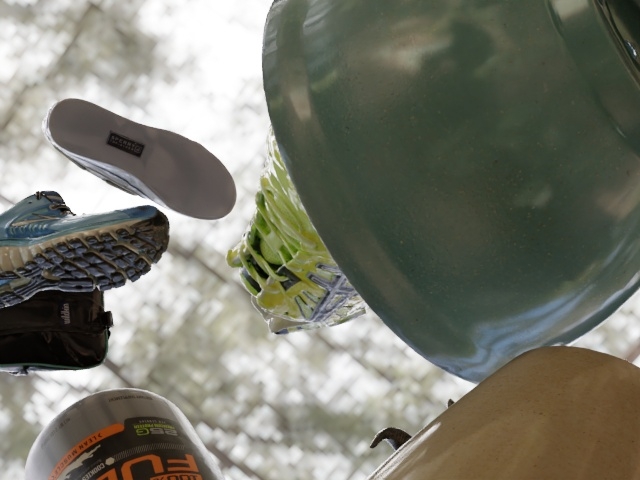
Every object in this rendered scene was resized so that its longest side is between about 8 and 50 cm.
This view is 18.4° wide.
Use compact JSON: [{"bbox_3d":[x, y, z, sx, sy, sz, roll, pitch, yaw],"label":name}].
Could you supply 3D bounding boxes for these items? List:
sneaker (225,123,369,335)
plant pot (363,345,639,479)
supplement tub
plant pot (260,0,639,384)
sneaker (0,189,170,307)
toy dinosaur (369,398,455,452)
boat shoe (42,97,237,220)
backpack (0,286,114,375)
[{"bbox_3d":[0.000,0.000,1.647,0.145,0.147,0.384,54,174,20],"label":"sneaker"},{"bbox_3d":[0.091,0.193,0.986,0.256,0.256,0.274,37,-123,-6],"label":"plant pot"},{"bbox_3d":[-0.169,0.307,2.006,0.194,0.193,0.316,21,-163,-36],"label":"supplement tub"},{"bbox_3d":[0.132,-0.082,1.213,0.293,0.196,0.293,36,-142,-35],"label":"plant pot"},{"bbox_3d":[-0.174,-0.008,1.297,0.063,0.162,0.073,52,-145,-52],"label":"sneaker"},{"bbox_3d":[0.179,0.256,2.194,0.314,0.160,0.121,-3,-150,-47],"label":"toy dinosaur"},{"bbox_3d":[-0.225,-0.102,2.451,0.258,0.095,0.084,31,168,-13],"label":"boat shoe"},{"bbox_3d":[-0.329,0.058,2.070,0.188,0.165,0.144,-1,-179,-35],"label":"backpack"}]
